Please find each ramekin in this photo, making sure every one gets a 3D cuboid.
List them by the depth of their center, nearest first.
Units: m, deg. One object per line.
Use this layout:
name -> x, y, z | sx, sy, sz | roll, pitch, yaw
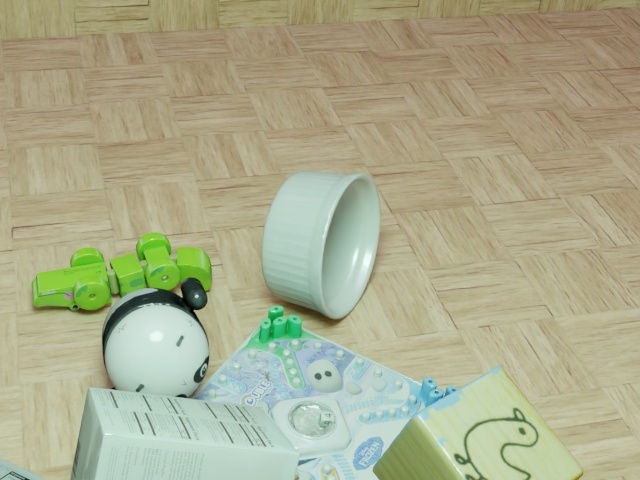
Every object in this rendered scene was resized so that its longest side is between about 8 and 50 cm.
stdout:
ramekin -> 0.000, 0.000, 2.009 | 0.135, 0.277, 0.277 | 11, 35, 23

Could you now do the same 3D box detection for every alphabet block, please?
alphabet block -> 0.225, 0.338, 1.567 | 0.192, 0.193, 0.197 | -24, 65, -32

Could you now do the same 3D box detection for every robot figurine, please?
robot figurine -> -0.272, 0.175, 1.766 | 0.174, 0.209, 0.278 | -5, 9, -12

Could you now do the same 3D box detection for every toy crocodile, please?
toy crocodile -> -0.371, 0.072, 2.018 | 0.341, 0.105, 0.115 | -13, 39, -15

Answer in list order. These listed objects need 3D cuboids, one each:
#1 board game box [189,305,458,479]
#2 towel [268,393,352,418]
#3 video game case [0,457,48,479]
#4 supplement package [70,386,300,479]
board game box -> -0.014, 0.292, 1.746 | 0.390, 0.050, 0.390 | 24, 41, 19
towel -> -0.027, 0.270, 1.834 | 0.152, 0.023, 0.113 | 2, 37, -7
video game case -> -0.575, 0.381, 1.531 | 0.329, 0.036, 0.300 | 19, 22, 21
supplement package -> -0.196, 0.336, 1.463 | 0.263, 0.199, 0.198 | 10, 7, -20
